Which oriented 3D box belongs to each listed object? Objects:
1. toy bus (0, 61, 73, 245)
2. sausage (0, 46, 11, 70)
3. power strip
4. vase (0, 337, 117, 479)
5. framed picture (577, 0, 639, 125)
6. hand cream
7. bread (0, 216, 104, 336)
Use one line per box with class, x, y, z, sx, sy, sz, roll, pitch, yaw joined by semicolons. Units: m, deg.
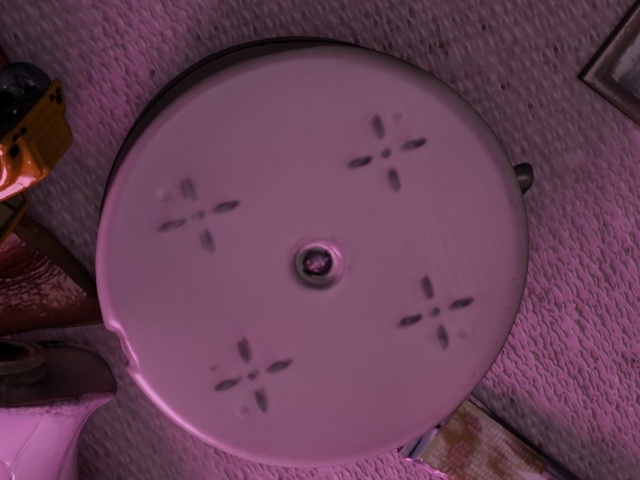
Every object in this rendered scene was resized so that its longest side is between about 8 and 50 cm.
toy bus;-0.335;-0.026;0.930;0.336;0.121;0.123;-13;117;22
sausage;-0.347;-0.214;0.957;0.094;0.094;0.419;-20;109;41
power strip;0.000;0.000;1.008;0.358;0.161;0.357;-2;103;-7
vase;-0.261;0.303;1.022;0.250;0.250;0.445;1;101;-6
framed picture;0.391;-0.196;1.073;0.213;0.016;0.289;36;98;-13
hand cream;0.189;0.221;1.143;0.235;0.055;0.086;33;96;-4
bread;-0.268;0.030;1.034;0.192;0.067;0.119;-6;114;-4
